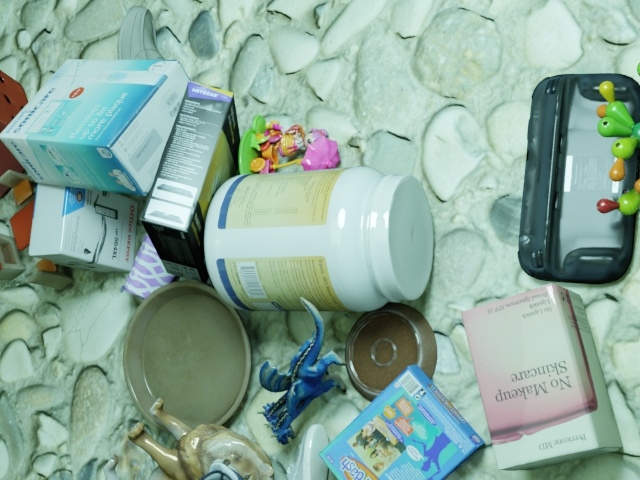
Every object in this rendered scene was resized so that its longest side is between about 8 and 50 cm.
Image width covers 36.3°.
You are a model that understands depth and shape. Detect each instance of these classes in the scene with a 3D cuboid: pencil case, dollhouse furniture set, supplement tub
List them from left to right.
[{"bbox_3d":[-0.610,-0.021,1.996,0.259,0.135,0.262,-34,64,21],"label":"dollhouse furniture set"},{"bbox_3d":[-0.295,0.019,1.827,0.086,0.088,0.206,25,94,-4],"label":"pencil case"},{"bbox_3d":[0.000,0.000,1.549,0.316,0.228,0.228,-1,79,27],"label":"supplement tub"}]

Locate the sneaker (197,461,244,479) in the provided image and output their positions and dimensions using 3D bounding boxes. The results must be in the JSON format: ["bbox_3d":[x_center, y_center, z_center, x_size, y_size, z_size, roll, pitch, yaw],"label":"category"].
[{"bbox_3d":[-0.195,0.441,1.532,0.282,0.099,0.153,-19,103,37],"label":"sneaker"}]

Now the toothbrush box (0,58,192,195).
[{"bbox_3d":[-0.381,-0.205,1.717,0.295,0.126,0.216,8,53,37],"label":"toothbrush box"}]

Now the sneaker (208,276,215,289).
[{"bbox_3d":[-0.192,0.070,1.771,0.040,0.044,0.109,-24,69,24],"label":"sneaker"}]

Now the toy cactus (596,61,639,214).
[{"bbox_3d":[0.467,-0.135,1.357,0.180,0.112,0.219,9,80,-4],"label":"toy cactus"}]

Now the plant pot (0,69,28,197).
[{"bbox_3d":[-0.757,-0.243,2.077,0.236,0.267,0.267,-30,65,11],"label":"plant pot"}]

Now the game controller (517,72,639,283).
[{"bbox_3d":[0.385,-0.095,1.446,0.166,0.067,0.319,4,82,18],"label":"game controller"}]

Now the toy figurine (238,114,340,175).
[{"bbox_3d":[-0.042,-0.154,1.706,0.159,0.130,0.173,-4,52,18],"label":"toy figurine"}]

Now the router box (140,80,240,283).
[{"bbox_3d":[-0.205,-0.086,1.635,0.081,0.309,0.243,15,74,3],"label":"router box"}]

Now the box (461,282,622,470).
[{"bbox_3d":[0.310,0.196,1.379,0.148,0.127,0.232,-21,69,26],"label":"box"}]

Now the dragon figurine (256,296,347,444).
[{"bbox_3d":[-0.039,0.221,1.550,0.144,0.289,0.085,-33,59,-21],"label":"dragon figurine"}]

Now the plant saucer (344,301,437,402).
[{"bbox_3d":[0.106,0.181,1.570,0.168,0.029,0.168,-7,77,31],"label":"plant saucer"}]

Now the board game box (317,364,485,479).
[{"bbox_3d":[0.122,0.320,1.502,0.210,0.047,0.160,-46,71,15],"label":"board game box"}]

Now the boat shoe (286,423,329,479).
[{"bbox_3d":[-0.026,0.391,1.591,0.063,0.066,0.184,1,90,31],"label":"boat shoe"}]

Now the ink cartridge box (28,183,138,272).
[{"bbox_3d":[-0.444,-0.026,1.855,0.086,0.203,0.148,-3,78,29],"label":"ink cartridge box"}]

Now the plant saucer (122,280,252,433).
[{"bbox_3d":[-0.235,0.211,1.749,0.278,0.041,0.278,-1,87,27],"label":"plant saucer"}]

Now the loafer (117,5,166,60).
[{"bbox_3d":[-0.331,-0.316,1.912,0.111,0.112,0.319,-10,73,13],"label":"loafer"}]

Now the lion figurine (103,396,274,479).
[{"bbox_3d":[-0.260,0.436,1.687,0.240,0.142,0.392,40,120,-1],"label":"lion figurine"}]
